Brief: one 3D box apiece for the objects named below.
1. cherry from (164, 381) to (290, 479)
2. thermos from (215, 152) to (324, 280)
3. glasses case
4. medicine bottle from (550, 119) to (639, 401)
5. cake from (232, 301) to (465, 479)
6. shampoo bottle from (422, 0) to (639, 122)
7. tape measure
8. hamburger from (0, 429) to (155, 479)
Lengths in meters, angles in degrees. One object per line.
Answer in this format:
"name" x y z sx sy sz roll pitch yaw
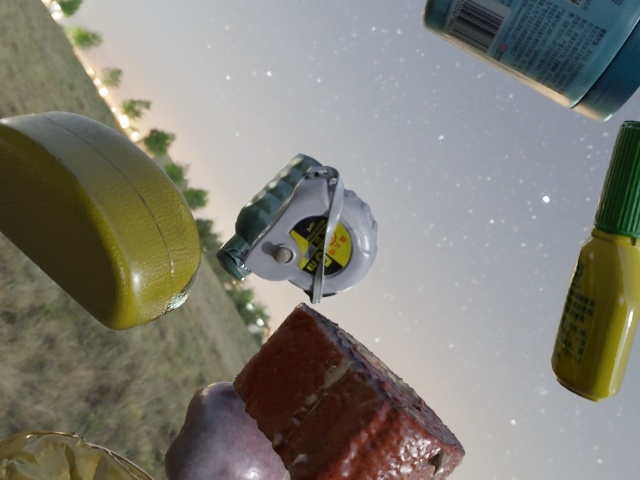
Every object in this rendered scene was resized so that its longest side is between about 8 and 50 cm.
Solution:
"cherry" -0.165 0.395 1.310 0.239 0.239 0.206 52 -26 29
"thermos" -0.093 -0.035 1.444 0.145 0.286 0.182 44 -10 11
"glasses case" -0.295 -0.051 0.867 0.371 0.141 0.173 33 -54 28
"medicine bottle" 0.276 0.019 0.652 0.095 0.064 0.261 -97 -166 -76
"cake" 0.032 0.204 0.793 0.177 0.151 0.283 45 -4 -39
"shampoo bottle" 0.381 -0.411 1.096 0.342 0.331 0.331 29 -11 5
"tape measure" 0.000 0.000 1.199 0.197 0.236 0.120 39 22 -2
"hamburger" -0.222 0.305 0.563 0.319 0.318 0.158 60 18 -25
